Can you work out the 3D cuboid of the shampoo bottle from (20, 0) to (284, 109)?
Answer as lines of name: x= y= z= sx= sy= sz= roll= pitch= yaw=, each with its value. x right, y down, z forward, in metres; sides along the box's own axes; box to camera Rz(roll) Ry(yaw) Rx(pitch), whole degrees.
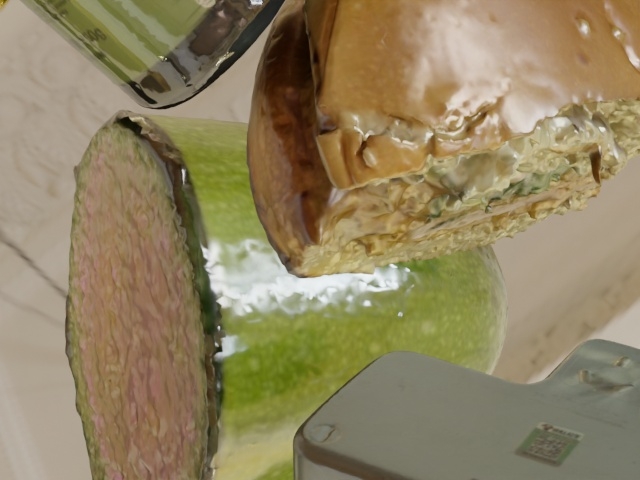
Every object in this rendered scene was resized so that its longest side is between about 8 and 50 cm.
shampoo bottle: x=-0.136 y=-0.176 z=0.672 sx=0.101 sy=0.284 sz=0.101 roll=-40 pitch=-157 yaw=21

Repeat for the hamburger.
hamburger: x=0.067 y=-0.081 z=0.782 sx=0.144 sy=0.283 sz=0.157 roll=-24 pitch=-99 yaw=35

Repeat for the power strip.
power strip: x=0.137 y=0.124 z=0.944 sx=0.265 sy=0.059 sz=0.193 roll=15 pitch=-146 yaw=31

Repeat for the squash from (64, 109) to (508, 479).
squash: x=0.006 y=0.059 z=1.200 sx=0.310 sy=0.309 sz=0.310 roll=177 pitch=-90 yaw=-67

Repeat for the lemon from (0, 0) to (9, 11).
lemon: x=-0.344 y=-0.264 z=1.311 sx=0.228 sy=0.228 sz=0.253 roll=-46 pitch=-115 yaw=7
